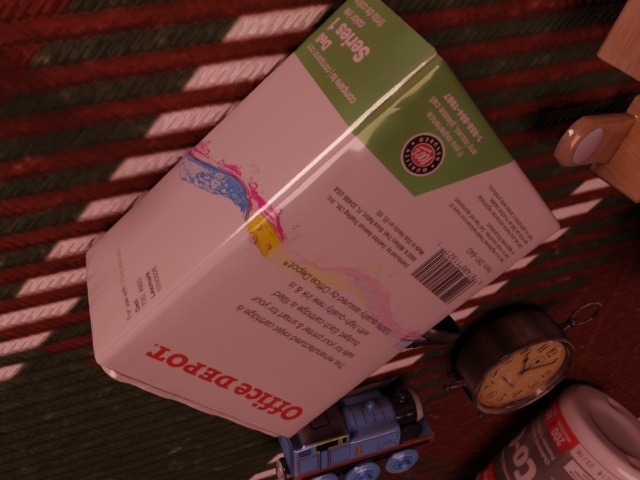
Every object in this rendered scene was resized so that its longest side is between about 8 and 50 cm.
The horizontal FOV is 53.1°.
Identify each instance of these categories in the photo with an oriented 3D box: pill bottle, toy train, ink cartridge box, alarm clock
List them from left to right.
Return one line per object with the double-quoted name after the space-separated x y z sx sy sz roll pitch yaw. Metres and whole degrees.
0.000 0.000 0.466 0.278 0.117 0.201 -41 134 13 "ink cartridge box"
0.038 0.219 0.713 0.184 0.080 0.105 -11 127 -16 "toy train"
0.234 0.125 0.727 0.192 0.064 0.129 -36 135 12 "alarm clock"
0.322 0.351 0.904 0.161 0.161 0.283 14 122 -34 "pill bottle"

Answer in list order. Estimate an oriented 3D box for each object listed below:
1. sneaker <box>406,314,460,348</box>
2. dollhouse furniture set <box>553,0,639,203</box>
0.049 0.091 0.623 0.170 0.051 0.089 18 120 -31 "sneaker"
0.368 -0.066 0.385 0.174 0.355 0.303 -13 137 -38 "dollhouse furniture set"
